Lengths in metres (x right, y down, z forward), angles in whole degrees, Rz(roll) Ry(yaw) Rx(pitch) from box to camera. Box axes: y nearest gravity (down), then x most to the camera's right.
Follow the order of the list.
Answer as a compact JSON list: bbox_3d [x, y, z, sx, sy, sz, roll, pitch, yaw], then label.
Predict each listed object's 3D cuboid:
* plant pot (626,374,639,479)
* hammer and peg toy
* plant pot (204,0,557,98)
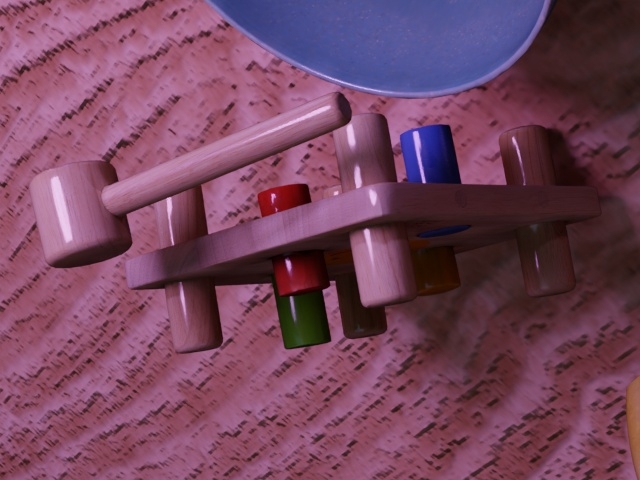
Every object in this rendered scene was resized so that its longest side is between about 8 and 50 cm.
[{"bbox_3d":[0.280,0.133,1.154,0.095,0.134,0.134,61,140,19],"label":"plant pot"},{"bbox_3d":[0.000,0.000,1.075,0.266,0.361,0.127,-16,80,41],"label":"hammer and peg toy"},{"bbox_3d":[0.045,-0.258,0.924,0.290,0.195,0.290,24,147,17],"label":"plant pot"}]
